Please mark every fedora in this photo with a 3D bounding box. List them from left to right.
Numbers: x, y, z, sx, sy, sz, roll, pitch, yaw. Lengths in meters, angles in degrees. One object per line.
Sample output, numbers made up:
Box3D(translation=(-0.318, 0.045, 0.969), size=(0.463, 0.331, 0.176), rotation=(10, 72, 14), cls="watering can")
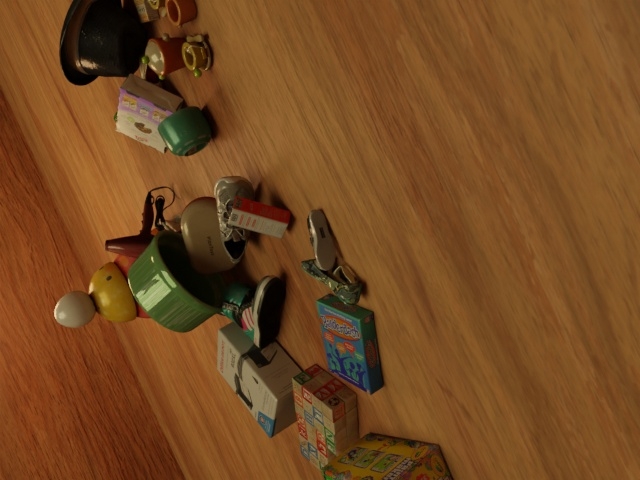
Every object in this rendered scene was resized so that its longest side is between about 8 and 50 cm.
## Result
Box3D(translation=(-0.597, -0.563, 1.693), size=(0.153, 0.334, 0.334), rotation=(26, 141, 0), cls="fedora")

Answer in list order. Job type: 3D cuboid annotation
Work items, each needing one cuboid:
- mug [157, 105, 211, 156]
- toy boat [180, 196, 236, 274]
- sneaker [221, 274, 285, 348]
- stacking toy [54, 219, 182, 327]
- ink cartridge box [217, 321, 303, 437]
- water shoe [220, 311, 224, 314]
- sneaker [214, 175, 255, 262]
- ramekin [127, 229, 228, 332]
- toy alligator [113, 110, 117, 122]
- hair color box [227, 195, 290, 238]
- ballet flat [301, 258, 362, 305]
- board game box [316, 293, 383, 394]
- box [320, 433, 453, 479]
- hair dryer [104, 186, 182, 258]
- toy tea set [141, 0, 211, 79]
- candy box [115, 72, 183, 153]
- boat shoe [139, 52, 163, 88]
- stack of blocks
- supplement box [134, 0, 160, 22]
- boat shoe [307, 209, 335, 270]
Box3D(translation=(-0.355, -0.291, 1.622), size=(0.129, 0.158, 0.097), rotation=(-32, 87, 33), cls="mug")
Box3D(translation=(-0.328, -0.023, 1.764), size=(0.151, 0.151, 0.231), rotation=(-116, 15, -65), cls="toy boat")
Box3D(translation=(-0.198, 0.168, 1.705), size=(0.178, 0.124, 0.295), rotation=(36, 140, 22), cls="sneaker")
Box3D(translation=(-0.642, 0.164, 1.989), size=(0.351, 0.480, 0.350), rotation=(33, 136, 39), cls="stacking toy")
Box3D(translation=(-0.187, 0.414, 1.836), size=(0.307, 0.129, 0.223), rotation=(43, 142, 30), cls="ink cartridge box")
Box3D(translation=(-0.305, 0.213, 1.943), size=(0.203, 0.073, 0.080), rotation=(11, 160, 39), cls="water shoe")
Box3D(translation=(-0.218, -0.054, 1.568), size=(0.281, 0.105, 0.115), rotation=(91, 170, -51), cls="sneaker")
Box3D(translation=(-0.430, 0.130, 1.786), size=(0.148, 0.303, 0.303), rotation=(-40, 73, 12), cls="ramekin")
Box3D(translation=(-0.670, -0.435, 2.022), size=(0.190, 0.051, 0.056), rotation=(-20, 95, 57), cls="toy alligator")
Box3D(translation=(-0.152, -0.056, 1.471), size=(0.072, 0.141, 0.043), rotation=(120, 162, -52), cls="hair color box")
Box3D(translation=(0.030, 0.078, 1.380), size=(0.188, 0.070, 0.070), rotation=(36, 138, 35), cls="ballet flat")
Box3D(translation=(0.070, 0.249, 1.437), size=(0.160, 0.047, 0.210), rotation=(17, 124, 49), cls="board game box")
Box3D(translation=(0.190, 0.646, 1.419), size=(0.279, 0.177, 0.290), rotation=(-19, 95, 56), cls="box")
Box3D(translation=(-0.561, -0.033, 1.931), size=(0.223, 0.293, 0.080), rotation=(45, 151, 22), cls="hair dryer")
Box3D(translation=(-0.400, -0.565, 1.485), size=(0.200, 0.124, 0.336), rotation=(8, 118, 53), cls="toy tea set")
Box3D(translation=(-0.505, -0.368, 1.743), size=(0.165, 0.070, 0.196), rotation=(25, 145, -8), cls="candy box")
Box3D(translation=(-0.493, -0.462, 1.743), size=(0.059, 0.063, 0.170), rotation=(27, 131, 52), cls="boat shoe")
Box3D(translation=(0.018, 0.516, 1.653), size=(0.171, 0.087, 0.297), rotation=(27, 132, 43), cls="stack of blocks")
Box3D(translation=(-0.480, -0.650, 1.622), size=(0.062, 0.036, 0.098), rotation=(16, 124, 51), cls="supplement box")
Box3D(translation=(0.000, 0.000, 1.364), size=(0.040, 0.049, 0.142), rotation=(155, 106, -67), cls="boat shoe")
